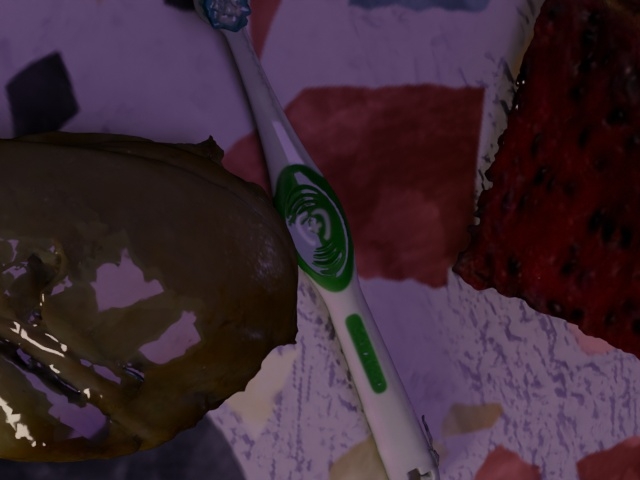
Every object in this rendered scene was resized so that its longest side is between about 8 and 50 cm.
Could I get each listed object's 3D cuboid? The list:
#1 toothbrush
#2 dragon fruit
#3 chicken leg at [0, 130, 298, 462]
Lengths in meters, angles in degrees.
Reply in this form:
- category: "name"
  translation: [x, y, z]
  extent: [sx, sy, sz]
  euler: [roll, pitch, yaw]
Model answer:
- category: "toothbrush"
  translation: [-0.001, -0.002, 0.933]
  extent: [0.042, 0.040, 0.418]
  euler: [-23, 119, -2]
- category: "dragon fruit"
  translation: [0.231, -0.018, 1.021]
  extent: [0.330, 0.240, 0.302]
  euler: [20, 62, -55]
- category: "chicken leg"
  translation: [-0.196, -0.008, 0.756]
  extent: [0.429, 0.153, 0.201]
  euler: [19, 79, -27]
